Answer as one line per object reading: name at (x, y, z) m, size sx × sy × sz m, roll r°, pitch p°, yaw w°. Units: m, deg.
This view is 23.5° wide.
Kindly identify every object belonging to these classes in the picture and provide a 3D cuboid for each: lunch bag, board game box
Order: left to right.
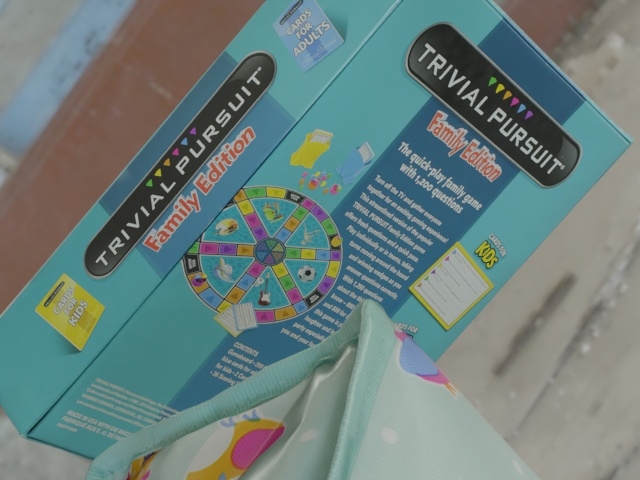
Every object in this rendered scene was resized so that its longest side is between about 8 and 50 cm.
board game box at (0.000, 0.000, 0.904) m, size 0.336 × 0.254 × 0.079 m, roll -49°, pitch 51°, yaw 7°
lunch bag at (0.014, 0.181, 0.377) m, size 0.160 × 0.223 × 0.262 m, roll -32°, pitch 20°, yaw 28°
